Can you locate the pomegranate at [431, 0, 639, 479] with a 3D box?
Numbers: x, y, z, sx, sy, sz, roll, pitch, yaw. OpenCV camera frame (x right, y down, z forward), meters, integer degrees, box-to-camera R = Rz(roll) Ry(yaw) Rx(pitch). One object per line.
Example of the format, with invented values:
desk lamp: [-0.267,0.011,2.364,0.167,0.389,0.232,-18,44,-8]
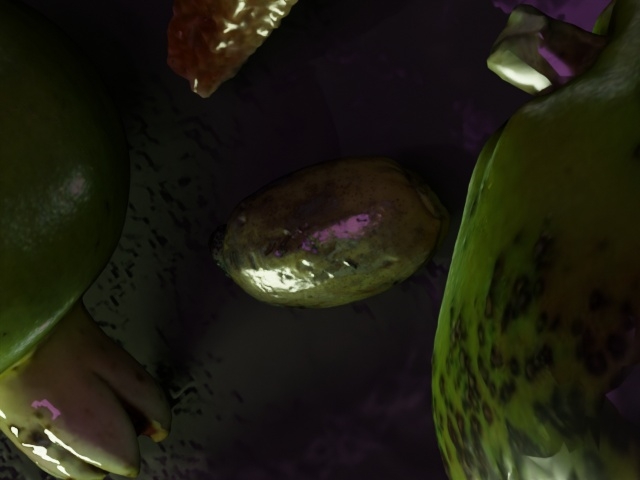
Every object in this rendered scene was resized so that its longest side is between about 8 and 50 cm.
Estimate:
pomegranate: [0.169,0.031,0.480,0.222,0.276,0.204,-50,32,45]

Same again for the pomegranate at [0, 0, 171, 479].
pomegranate: [-0.139,-0.003,0.646,0.210,0.179,0.179,27,110,2]

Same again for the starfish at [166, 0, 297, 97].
starfish: [0.014,-0.236,0.461,0.383,0.132,0.398,-13,116,31]

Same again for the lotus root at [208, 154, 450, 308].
lotus root: [0.000,0.000,0.626,0.099,0.054,0.049,-13,69,29]
